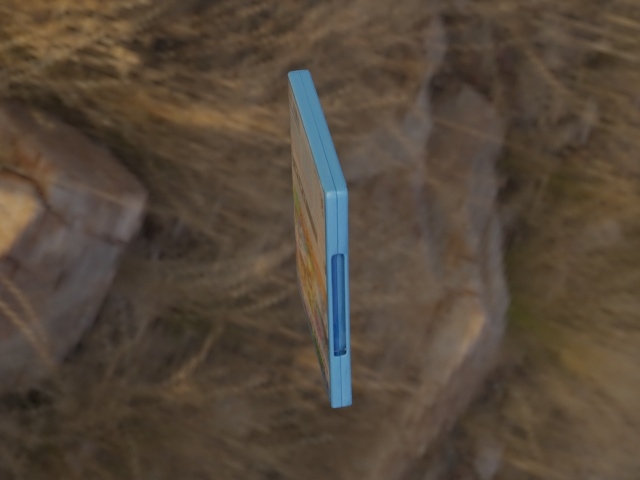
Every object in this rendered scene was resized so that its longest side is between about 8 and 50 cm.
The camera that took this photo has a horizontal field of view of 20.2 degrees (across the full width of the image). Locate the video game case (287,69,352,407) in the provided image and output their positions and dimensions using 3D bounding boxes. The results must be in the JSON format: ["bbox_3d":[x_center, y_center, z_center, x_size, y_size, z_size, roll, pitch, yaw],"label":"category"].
[{"bbox_3d":[0.000,0.000,1.062,0.015,0.119,0.166,-8,131,-8],"label":"video game case"}]
